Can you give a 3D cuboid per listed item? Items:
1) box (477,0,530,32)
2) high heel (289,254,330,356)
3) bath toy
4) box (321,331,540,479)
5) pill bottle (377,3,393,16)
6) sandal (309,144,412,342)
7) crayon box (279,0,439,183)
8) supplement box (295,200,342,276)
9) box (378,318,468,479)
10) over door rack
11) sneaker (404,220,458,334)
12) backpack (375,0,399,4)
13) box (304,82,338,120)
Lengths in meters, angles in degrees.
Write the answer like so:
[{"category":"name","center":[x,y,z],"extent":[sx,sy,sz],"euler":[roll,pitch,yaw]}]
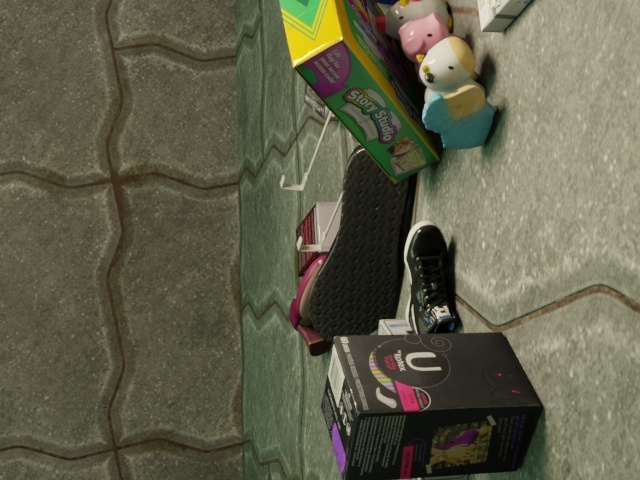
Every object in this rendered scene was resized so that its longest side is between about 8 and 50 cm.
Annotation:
[{"category":"box","center":[0.275,-0.406,1.429],"extent":[0.186,0.038,0.145],"euler":[129,138,-70]},{"category":"high heel","center":[-0.028,0.116,2.429],"extent":[0.377,0.127,0.181],"euler":[102,151,-49]},{"category":"bath toy","center":[0.180,-0.300,1.624],"extent":[0.348,0.129,0.151],"euler":[-104,20,-46]},{"category":"box","center":[0.153,0.238,1.444],"extent":[0.165,0.270,0.143],"euler":[-110,24,-52]},{"category":"pill bottle","center":[0.085,-0.549,2.005],"extent":[0.121,0.121,0.221],"euler":[135,133,-70]},{"category":"sandal","center":[0.095,0.008,1.987],"extent":[0.107,0.167,0.446],"euler":[-62,-12,-64]},{"category":"crayon box","center":[0.059,-0.323,1.731],"extent":[0.363,0.106,0.313],"euler":[43,-151,-47]},{"category":"supplement box","center":[0.000,0.000,2.449],"extent":[0.239,0.073,0.130],"euler":[133,136,-68]},{"category":"box","center":[0.176,0.269,1.730],"extent":[0.290,0.087,0.169],"euler":[-122,34,-64]},{"category":"over door rack","center":[0.044,-0.159,2.146],"extent":[0.324,0.108,0.239],"euler":[-56,32,30]},{"category":"sneaker","center":[0.198,0.083,1.686],"extent":[0.121,0.079,0.217],"euler":[-123,27,-59]},{"category":"backpack","center":[0.116,-0.510,1.885],"extent":[0.101,0.120,0.098],"euler":[116,151,-60]},{"category":"box","center":[0.016,-0.401,2.414],"extent":[0.231,0.056,0.183],"euler":[-128,41,-67]}]
